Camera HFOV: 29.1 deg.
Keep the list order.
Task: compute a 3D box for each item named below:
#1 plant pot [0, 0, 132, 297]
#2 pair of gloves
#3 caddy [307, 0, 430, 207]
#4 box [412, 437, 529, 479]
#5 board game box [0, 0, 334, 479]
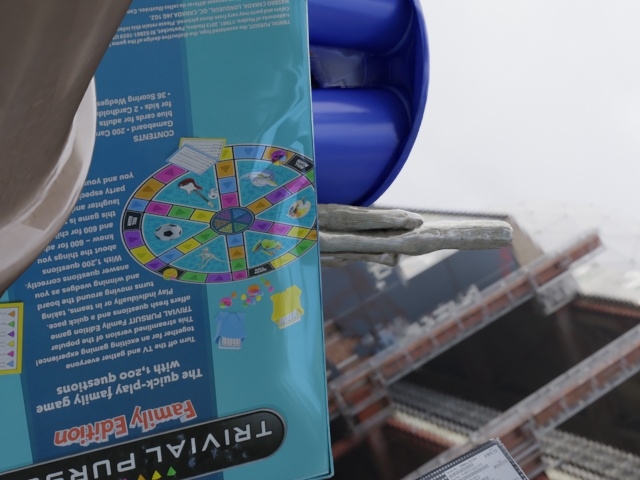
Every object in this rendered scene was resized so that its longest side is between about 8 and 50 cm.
[{"bbox_3d":[-0.137,-0.117,0.335,0.229,0.263,0.263,-36,-99,36],"label":"plant pot"},{"bbox_3d":[0.000,0.000,0.938,0.240,0.204,0.042,0,-95,60],"label":"pair of gloves"},{"bbox_3d":[-0.055,-0.139,1.045,0.341,0.179,0.241,5,-83,50],"label":"caddy"},{"bbox_3d":[0.029,0.286,1.007,0.060,0.270,0.216,54,-30,26],"label":"box"},{"bbox_3d":[-0.129,0.003,0.698,0.079,0.253,0.336,-142,-134,-60],"label":"board game box"}]
